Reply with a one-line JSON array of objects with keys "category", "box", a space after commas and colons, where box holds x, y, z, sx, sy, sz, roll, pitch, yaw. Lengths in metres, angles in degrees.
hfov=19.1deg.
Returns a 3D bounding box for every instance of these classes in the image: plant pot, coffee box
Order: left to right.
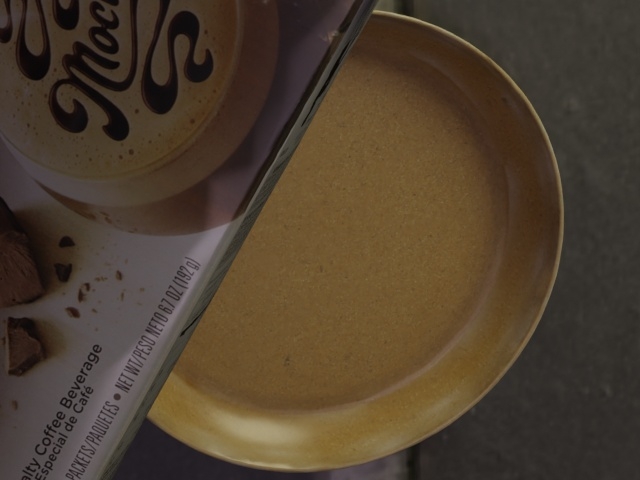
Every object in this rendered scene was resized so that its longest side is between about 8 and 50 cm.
[{"category": "coffee box", "box": [-0.109, -0.033, 0.795, 0.168, 0.119, 0.297, 30, 102, 0]}, {"category": "plant pot", "box": [0.000, 0.000, 0.912, 0.236, 0.032, 0.236, -5, 112, -13]}]
